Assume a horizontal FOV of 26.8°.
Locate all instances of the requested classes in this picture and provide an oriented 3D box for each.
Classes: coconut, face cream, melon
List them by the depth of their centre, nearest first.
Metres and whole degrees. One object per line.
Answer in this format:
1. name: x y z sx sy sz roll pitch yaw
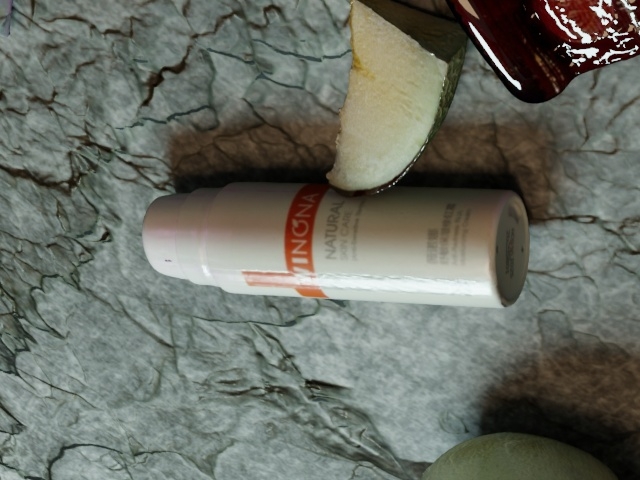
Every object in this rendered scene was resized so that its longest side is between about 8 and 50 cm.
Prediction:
1. melon: 0.054 -0.098 1.042 0.098 0.054 0.182 24 133 18
2. face cream: 0.000 0.000 1.150 0.345 0.102 0.102 1 134 26
3. coconut: 0.186 0.311 1.277 0.245 0.247 0.245 1 99 7

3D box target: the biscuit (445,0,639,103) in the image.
1. biscuit: 0.202 -0.174 0.876 0.235 0.063 0.151 -13 127 35

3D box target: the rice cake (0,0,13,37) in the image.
1. rice cake: -0.258 -0.253 1.061 0.055 0.049 0.270 44 142 15
